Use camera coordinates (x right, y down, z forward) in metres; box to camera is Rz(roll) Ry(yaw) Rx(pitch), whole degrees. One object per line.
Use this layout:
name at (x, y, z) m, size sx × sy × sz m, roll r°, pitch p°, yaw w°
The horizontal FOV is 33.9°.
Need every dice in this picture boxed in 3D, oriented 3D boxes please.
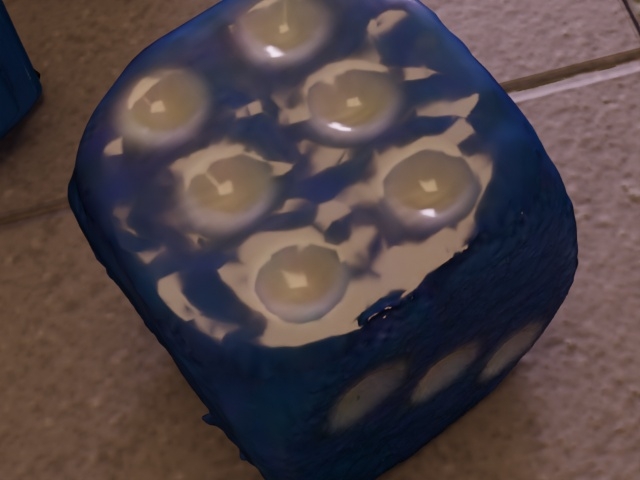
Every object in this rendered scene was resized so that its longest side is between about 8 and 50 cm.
dice at (0.000, 0.000, 0.394) m, size 0.146 × 0.146 × 0.143 m, roll -37°, pitch 63°, yaw -8°

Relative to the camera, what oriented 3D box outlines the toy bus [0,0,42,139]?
toy bus at (-0.198, -0.105, 0.466) m, size 0.106 × 0.184 × 0.090 m, roll 35°, pitch 71°, yaw 17°
